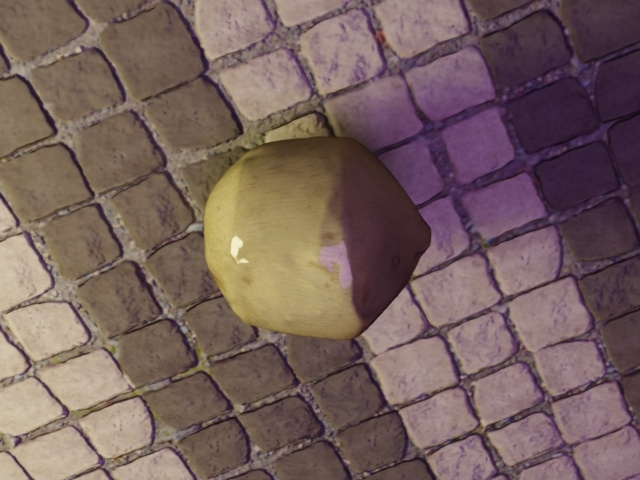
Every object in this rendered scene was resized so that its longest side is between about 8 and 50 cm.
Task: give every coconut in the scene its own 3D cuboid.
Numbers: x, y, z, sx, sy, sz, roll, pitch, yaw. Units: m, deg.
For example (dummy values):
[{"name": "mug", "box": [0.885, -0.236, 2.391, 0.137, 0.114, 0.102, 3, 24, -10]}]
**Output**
[{"name": "coconut", "box": [0.000, 0.000, 1.508, 0.224, 0.224, 0.224, -4, 125, -6]}]
